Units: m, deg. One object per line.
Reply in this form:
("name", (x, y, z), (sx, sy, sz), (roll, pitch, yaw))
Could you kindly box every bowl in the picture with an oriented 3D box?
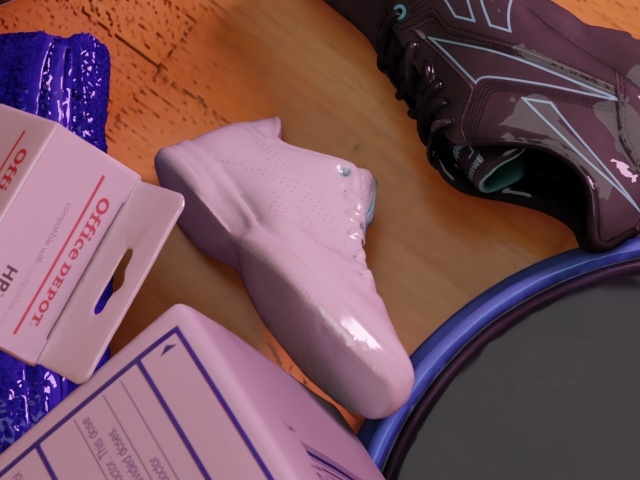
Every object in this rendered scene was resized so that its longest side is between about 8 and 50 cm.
("bowl", (0.194, 0.181, 0.823), (0.391, 0.077, 0.391), (-1, 76, 3))

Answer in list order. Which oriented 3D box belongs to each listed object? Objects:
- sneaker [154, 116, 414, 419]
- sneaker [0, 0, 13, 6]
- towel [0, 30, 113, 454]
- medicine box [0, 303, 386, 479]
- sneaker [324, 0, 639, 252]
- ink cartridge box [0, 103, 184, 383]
("sneaker", (0.000, 0.000, 0.859), (0.094, 0.080, 0.212), (-27, 53, -19))
("sneaker", (-0.253, -0.149, 0.866), (0.448, 0.257, 0.169), (-21, 101, 6))
("towel", (-0.225, 0.032, 0.884), (0.228, 0.076, 0.308), (-2, 76, 2))
("medicine box", (-0.075, 0.228, 0.719), (0.289, 0.149, 0.263), (-41, 52, 6))
("sneaker", (0.082, -0.093, 0.868), (0.267, 0.101, 0.106), (33, 70, 20))
("ink cartridge box", (-0.158, -0.010, 0.776), (0.180, 0.060, 0.104), (19, 77, 45))
